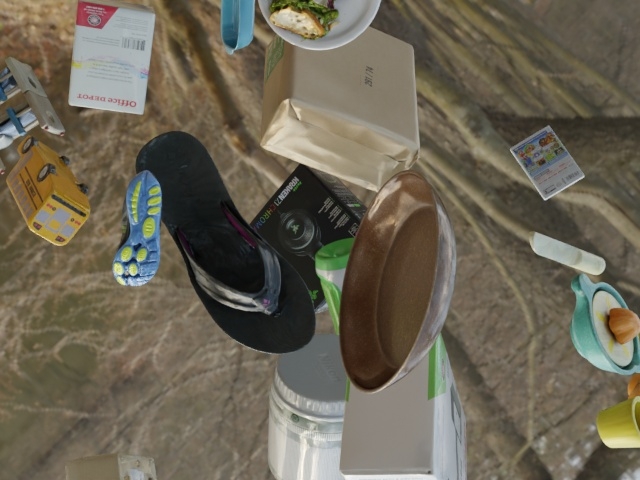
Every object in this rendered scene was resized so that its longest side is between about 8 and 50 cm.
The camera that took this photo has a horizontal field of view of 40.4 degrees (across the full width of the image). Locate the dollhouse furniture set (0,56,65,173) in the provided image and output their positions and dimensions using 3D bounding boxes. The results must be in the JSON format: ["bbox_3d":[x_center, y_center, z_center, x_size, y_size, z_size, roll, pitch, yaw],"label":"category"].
[{"bbox_3d":[-0.499,-0.194,1.294,0.129,0.128,0.184,-31,174,7],"label":"dollhouse furniture set"}]

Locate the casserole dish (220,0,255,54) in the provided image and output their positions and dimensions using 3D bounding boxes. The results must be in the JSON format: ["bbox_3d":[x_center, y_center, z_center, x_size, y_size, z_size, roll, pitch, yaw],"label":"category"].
[{"bbox_3d":[-0.149,-0.434,1.582,0.037,0.188,0.114,-6,-157,-22],"label":"casserole dish"}]

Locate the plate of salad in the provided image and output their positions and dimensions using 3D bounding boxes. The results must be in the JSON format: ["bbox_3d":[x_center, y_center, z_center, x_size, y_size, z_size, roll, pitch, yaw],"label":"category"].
[{"bbox_3d":[-0.002,-0.400,1.359,0.200,0.200,0.048,-45,-177,9],"label":"plate of salad"}]

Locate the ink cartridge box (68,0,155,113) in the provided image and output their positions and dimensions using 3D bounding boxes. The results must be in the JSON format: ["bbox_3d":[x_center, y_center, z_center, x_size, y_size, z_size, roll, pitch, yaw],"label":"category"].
[{"bbox_3d":[-0.360,-0.320,1.500,0.127,0.128,0.176,-124,-137,-66],"label":"ink cartridge box"}]

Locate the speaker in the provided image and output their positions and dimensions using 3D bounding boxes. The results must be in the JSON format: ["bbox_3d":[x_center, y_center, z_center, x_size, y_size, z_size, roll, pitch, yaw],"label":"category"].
[{"bbox_3d":[0.081,0.150,1.810,0.131,0.296,0.131,-15,-162,5],"label":"speaker"}]

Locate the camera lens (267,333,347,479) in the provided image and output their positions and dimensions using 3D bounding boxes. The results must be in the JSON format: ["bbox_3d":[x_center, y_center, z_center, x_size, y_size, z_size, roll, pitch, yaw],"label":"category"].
[{"bbox_3d":[0.008,0.349,1.696,0.219,0.220,0.274,-45,146,-49],"label":"camera lens"}]

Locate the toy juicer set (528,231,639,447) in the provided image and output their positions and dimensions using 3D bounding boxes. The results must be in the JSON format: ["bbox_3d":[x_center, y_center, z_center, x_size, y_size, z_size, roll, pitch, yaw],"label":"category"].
[{"bbox_3d":[0.431,0.120,1.258,0.090,0.328,0.209,-26,171,40],"label":"toy juicer set"}]

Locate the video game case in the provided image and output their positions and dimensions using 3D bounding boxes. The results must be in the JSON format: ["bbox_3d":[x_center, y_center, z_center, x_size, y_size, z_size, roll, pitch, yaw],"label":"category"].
[{"bbox_3d":[0.432,-0.149,1.659,0.087,0.122,0.011,-31,163,4],"label":"video game case"}]

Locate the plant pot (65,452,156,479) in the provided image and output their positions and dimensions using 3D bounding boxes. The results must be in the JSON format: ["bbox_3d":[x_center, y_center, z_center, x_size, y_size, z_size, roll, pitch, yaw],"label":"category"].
[{"bbox_3d":[-0.303,0.372,1.301,0.096,0.109,0.109,-30,147,26],"label":"plant pot"}]

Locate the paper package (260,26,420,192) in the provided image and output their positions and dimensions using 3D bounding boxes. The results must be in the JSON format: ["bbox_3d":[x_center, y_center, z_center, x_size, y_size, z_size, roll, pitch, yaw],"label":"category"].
[{"bbox_3d":[0.039,-0.305,1.822,0.168,0.310,0.324,-48,-149,45],"label":"paper package"}]

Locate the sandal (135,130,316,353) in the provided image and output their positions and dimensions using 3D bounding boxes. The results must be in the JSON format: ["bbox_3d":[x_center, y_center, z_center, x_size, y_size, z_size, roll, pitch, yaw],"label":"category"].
[{"bbox_3d":[-0.170,0.017,1.485,0.168,0.445,0.107,-36,-177,-3],"label":"sandal"}]

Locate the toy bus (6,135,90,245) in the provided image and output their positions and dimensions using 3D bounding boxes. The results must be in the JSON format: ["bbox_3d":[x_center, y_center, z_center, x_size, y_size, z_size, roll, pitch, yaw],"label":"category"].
[{"bbox_3d":[-0.630,-0.123,1.998,0.130,0.108,0.333,-52,-141,3],"label":"toy bus"}]

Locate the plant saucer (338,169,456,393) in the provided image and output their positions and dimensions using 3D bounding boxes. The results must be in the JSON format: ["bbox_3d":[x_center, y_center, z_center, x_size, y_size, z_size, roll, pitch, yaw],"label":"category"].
[{"bbox_3d":[0.070,0.038,0.765,0.199,0.036,0.198,-166,-90,-71],"label":"plant saucer"}]

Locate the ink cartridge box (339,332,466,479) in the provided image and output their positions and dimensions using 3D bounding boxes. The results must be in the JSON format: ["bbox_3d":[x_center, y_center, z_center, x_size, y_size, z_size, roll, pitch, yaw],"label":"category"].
[{"bbox_3d":[0.116,0.258,1.114,0.272,0.115,0.198,66,24,-50],"label":"ink cartridge box"}]

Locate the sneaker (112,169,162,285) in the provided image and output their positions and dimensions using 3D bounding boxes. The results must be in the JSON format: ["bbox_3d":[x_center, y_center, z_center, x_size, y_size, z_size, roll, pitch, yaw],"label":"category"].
[{"bbox_3d":[-0.266,-0.016,1.296,0.078,0.067,0.188,-102,-157,-67],"label":"sneaker"}]

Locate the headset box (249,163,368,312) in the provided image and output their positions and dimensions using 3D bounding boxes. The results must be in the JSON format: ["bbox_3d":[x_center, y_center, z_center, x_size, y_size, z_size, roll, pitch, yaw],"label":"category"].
[{"bbox_3d":[0.000,0.000,2.040,0.246,0.283,0.131,-48,164,19],"label":"headset box"}]
